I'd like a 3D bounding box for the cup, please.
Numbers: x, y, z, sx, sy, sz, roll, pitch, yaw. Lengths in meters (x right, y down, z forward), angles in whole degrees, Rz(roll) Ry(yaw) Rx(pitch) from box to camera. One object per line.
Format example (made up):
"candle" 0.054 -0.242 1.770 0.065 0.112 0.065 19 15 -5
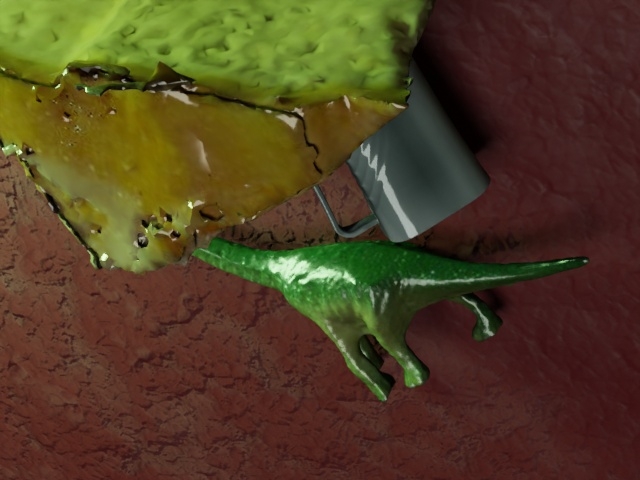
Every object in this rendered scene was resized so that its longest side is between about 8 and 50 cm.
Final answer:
"cup" 0.049 -0.068 1.253 0.128 0.095 0.129 -32 109 2

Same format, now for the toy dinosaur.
"toy dinosaur" 0.000 0.000 1.377 0.447 0.087 0.301 -27 105 38

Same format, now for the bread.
"bread" -0.109 -0.159 1.179 0.279 0.248 0.315 43 130 -14
